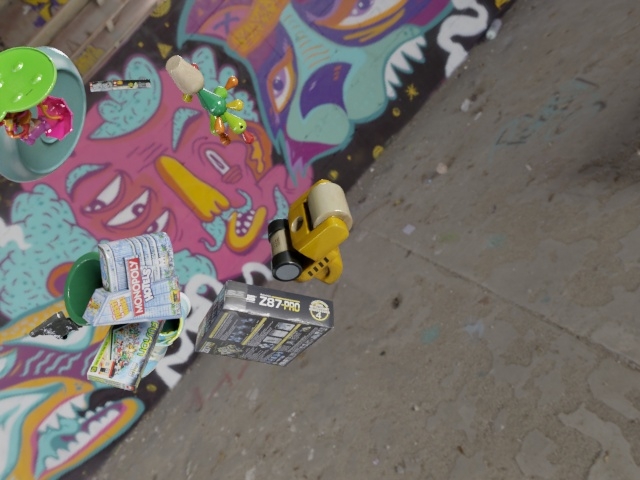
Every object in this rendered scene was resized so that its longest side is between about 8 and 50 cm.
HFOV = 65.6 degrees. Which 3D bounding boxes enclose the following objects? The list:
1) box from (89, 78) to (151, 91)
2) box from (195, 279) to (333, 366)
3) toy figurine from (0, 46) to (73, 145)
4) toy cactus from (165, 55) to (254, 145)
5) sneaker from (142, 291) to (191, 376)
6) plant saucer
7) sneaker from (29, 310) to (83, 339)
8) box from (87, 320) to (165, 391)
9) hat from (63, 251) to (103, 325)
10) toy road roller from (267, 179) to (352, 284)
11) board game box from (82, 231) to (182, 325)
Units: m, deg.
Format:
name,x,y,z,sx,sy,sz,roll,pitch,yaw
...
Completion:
name,x,y,z,sx,sy,sz,roll,pitch,yaw
box,-0.561,-0.437,1.397,0.093,0.027,0.137,5,20,27
box,-0.181,0.265,1.490,0.395,0.317,0.097,129,147,-53
toy figurine,-0.520,-0.228,0.896,0.173,0.130,0.159,-56,-10,-17
toy cactus,-0.215,-0.283,0.943,0.112,0.180,0.219,-37,60,6
sneaker,-0.531,0.318,1.566,0.319,0.127,0.208,-61,12,2
plant saucer,-0.630,-0.278,1.141,0.317,0.043,0.318,19,-90,-89
sneaker,-0.854,0.291,1.601,0.170,0.089,0.051,-34,4,12
box,-0.464,0.252,1.205,0.036,0.113,0.207,114,170,-47
hat,-0.504,0.127,1.227,0.208,0.183,0.173,-10,76,30
toy road roller,0.000,0.000,1.550,0.329,0.240,0.203,-41,40,27
board game box,-0.399,0.096,1.046,0.060,0.194,0.194,15,23,41
